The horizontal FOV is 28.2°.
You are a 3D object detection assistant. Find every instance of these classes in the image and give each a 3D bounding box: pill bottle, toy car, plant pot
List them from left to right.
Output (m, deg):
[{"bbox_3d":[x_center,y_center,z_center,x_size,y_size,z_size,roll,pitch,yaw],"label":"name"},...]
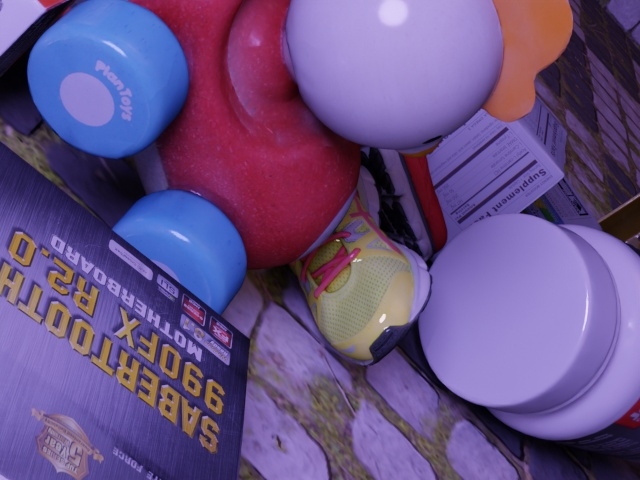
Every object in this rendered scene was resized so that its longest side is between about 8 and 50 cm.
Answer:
[{"bbox_3d":[0.016,-0.082,0.670,0.219,0.238,0.210,-56,138,-50],"label":"toy car"},{"bbox_3d":[0.208,0.079,0.972,0.283,0.161,0.161,20,38,-50],"label":"pill bottle"},{"bbox_3d":[0.382,0.001,1.511,0.081,0.081,0.083,61,15,22],"label":"plant pot"}]

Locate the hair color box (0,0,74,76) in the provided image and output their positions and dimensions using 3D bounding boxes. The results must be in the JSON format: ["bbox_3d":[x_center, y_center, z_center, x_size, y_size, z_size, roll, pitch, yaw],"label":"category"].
[{"bbox_3d":[-0.214,-0.153,0.638,0.167,0.093,0.053,48,24,-7],"label":"hair color box"}]

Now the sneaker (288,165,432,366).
[{"bbox_3d":[0.000,0.000,0.826,0.094,0.081,0.208,34,17,-34],"label":"sneaker"}]

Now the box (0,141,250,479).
[{"bbox_3d":[-0.133,0.047,0.535,0.231,0.056,0.183,41,25,-22],"label":"box"}]

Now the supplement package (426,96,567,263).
[{"bbox_3d":[0.078,-0.121,1.063,0.244,0.134,0.139,48,22,-7],"label":"supplement package"}]

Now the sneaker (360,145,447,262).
[{"bbox_3d":[0.061,-0.116,0.937,0.107,0.118,0.279,26,-44,63],"label":"sneaker"}]

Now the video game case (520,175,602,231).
[{"bbox_3d":[0.154,-0.128,1.342,0.329,0.036,0.300,58,24,13],"label":"video game case"}]

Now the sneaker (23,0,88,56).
[{"bbox_3d":[-0.173,-0.219,0.758,0.097,0.135,0.276,19,40,-54],"label":"sneaker"}]
